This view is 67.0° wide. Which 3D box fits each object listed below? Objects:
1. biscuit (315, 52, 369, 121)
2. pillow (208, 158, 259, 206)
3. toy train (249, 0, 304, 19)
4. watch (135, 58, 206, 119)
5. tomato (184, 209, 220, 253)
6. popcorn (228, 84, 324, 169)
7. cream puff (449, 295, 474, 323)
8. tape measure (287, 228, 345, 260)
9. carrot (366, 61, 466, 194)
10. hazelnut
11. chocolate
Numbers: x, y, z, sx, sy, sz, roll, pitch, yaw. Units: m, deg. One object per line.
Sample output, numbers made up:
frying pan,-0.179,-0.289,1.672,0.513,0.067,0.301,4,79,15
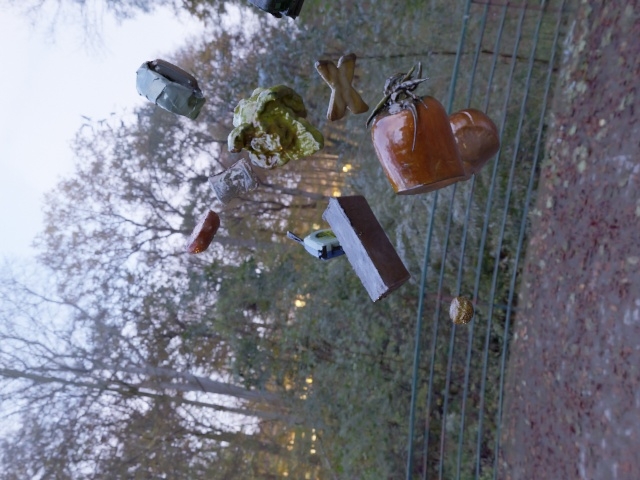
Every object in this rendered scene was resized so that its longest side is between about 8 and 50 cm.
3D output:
biscuit,0.074,-0.532,1.680,0.047,0.164,0.208,21,127,67
pillow,-0.349,-0.234,1.940,0.135,0.211,0.034,62,-157,-6
toy train,-0.106,-0.838,1.469,0.178,0.138,0.330,-37,-19,-48
watch,-0.529,-0.519,1.691,0.162,0.253,0.241,-61,14,18
tomato,-0.563,-0.032,2.346,0.237,0.095,0.237,-49,20,25
popcorn,-0.153,-0.408,1.661,0.326,0.320,0.290,83,-177,-52
cream puff,0.655,0.324,2.230,0.144,0.103,0.127,-2,-80,-85
tape measure,0.000,0.000,2.322,0.351,0.215,0.098,28,128,56
carrot,0.228,-0.252,1.203,0.214,0.193,0.331,-40,-68,-53
hazelnut,0.687,-0.477,2.357,0.372,0.315,0.373,-30,46,38
chocolate,0.135,0.008,1.409,0.321,0.111,0.112,60,147,18
